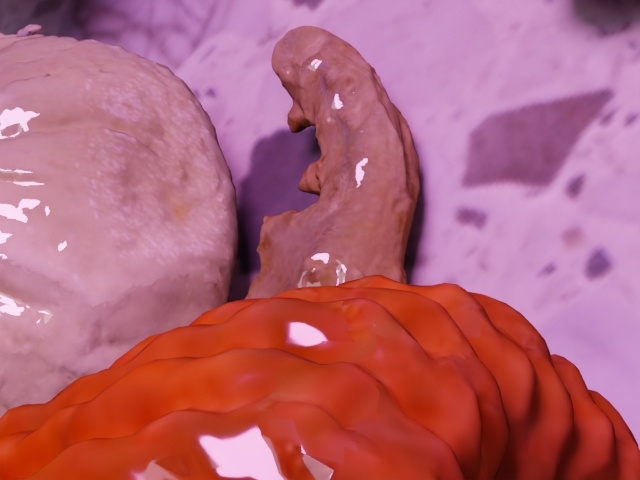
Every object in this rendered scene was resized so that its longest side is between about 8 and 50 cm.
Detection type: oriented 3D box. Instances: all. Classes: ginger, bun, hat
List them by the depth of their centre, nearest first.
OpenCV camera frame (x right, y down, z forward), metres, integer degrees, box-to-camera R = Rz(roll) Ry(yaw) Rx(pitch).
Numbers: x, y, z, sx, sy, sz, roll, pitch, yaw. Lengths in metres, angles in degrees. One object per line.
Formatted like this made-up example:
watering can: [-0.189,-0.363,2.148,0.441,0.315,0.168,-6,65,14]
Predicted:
hat: [-0.067,0.196,0.470,0.400,0.285,0.285,-27,54,40]
ginger: [0.003,-0.001,0.619,0.069,0.051,0.173,-4,60,31]
bun: [-0.145,0.009,0.655,0.220,0.134,0.220,-15,63,32]
